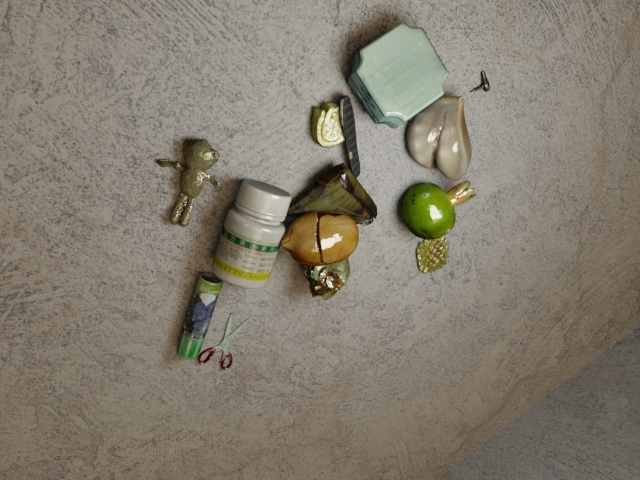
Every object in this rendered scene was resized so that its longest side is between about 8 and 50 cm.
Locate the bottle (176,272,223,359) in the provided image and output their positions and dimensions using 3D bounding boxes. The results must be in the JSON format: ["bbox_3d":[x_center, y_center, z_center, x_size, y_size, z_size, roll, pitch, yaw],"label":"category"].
[{"bbox_3d":[-0.453,0.285,1.580,0.093,0.093,0.330,13,107,-27],"label":"bottle"}]

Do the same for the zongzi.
[{"bbox_3d":[0.038,-0.116,1.606,0.300,0.138,0.286,-35,130,11],"label":"zongzi"}]

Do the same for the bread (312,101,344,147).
[{"bbox_3d":[0.029,-0.408,1.500,0.117,0.064,0.156,-8,114,-25],"label":"bread"}]

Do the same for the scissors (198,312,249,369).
[{"bbox_3d":[-0.380,0.407,1.710,0.144,0.017,0.248,25,99,-30],"label":"scissors"}]

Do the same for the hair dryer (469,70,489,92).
[{"bbox_3d":[0.630,-0.621,1.687,0.083,0.031,0.079,-26,109,-2],"label":"hair dryer"}]

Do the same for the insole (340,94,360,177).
[{"bbox_3d":[0.112,-0.373,1.542,0.110,0.012,0.310,-52,139,-49],"label":"insole"}]

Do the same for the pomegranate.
[{"bbox_3d":[0.473,-0.135,1.699,0.301,0.236,0.236,-25,124,20],"label":"pomegranate"}]

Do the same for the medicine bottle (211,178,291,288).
[{"bbox_3d":[-0.235,-0.025,1.470,0.208,0.208,0.340,12,107,-27],"label":"medicine bottle"}]

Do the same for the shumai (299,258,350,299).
[{"bbox_3d":[0.030,0.119,1.645,0.189,0.218,0.256,-34,121,9],"label":"shumai"}]

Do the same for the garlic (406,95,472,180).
[{"bbox_3d":[0.469,-0.365,1.666,0.231,0.246,0.340,-2,142,25],"label":"garlic"}]

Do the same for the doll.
[{"bbox_3d":[-0.416,-0.187,1.395,0.202,0.091,0.286,0,104,13],"label":"doll"}]

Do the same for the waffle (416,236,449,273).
[{"bbox_3d":[0.512,0.061,1.925,0.169,0.036,0.184,-20,119,-16],"label":"waffle"}]

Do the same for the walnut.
[{"bbox_3d":[0.000,0.000,1.493,0.297,0.203,0.203,-12,116,-26],"label":"walnut"}]

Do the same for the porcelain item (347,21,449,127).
[{"bbox_3d":[0.258,-0.552,1.445,0.286,0.157,0.281,-37,99,-5],"label":"porcelain item"}]
